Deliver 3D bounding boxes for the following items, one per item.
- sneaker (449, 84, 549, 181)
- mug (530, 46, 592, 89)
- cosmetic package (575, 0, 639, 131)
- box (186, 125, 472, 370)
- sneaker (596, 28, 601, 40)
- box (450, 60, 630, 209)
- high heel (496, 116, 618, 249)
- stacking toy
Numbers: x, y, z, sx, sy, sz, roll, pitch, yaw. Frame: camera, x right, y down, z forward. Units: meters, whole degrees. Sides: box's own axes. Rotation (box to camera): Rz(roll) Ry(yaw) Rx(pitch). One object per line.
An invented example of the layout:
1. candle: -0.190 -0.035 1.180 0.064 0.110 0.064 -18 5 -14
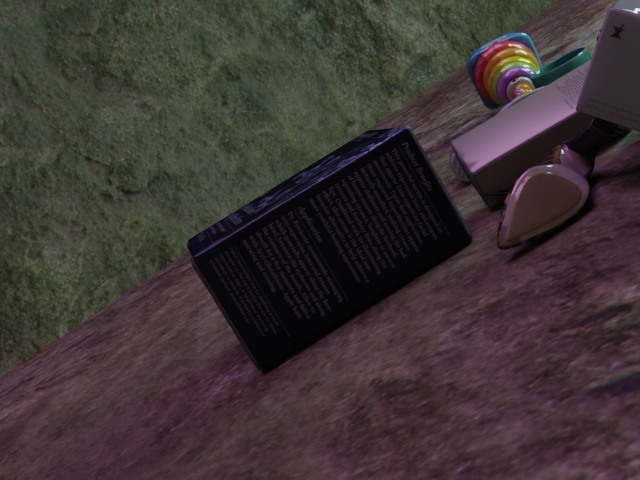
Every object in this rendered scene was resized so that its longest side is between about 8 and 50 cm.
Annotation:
1. sneaker: 0.379 -0.227 1.902 0.282 0.102 0.161 -29 7 13
2. mug: 0.520 -0.333 2.005 0.129 0.097 0.158 -29 9 17
3. cosmetic package: 0.506 -0.275 1.355 0.365 0.197 0.155 -44 -28 -53
4. box: 0.000 0.000 1.577 0.395 0.212 0.293 -31 9 -6
5. sneaker: 0.699 -0.488 2.166 0.146 0.102 0.293 -28 17 39
6. box: 0.367 -0.175 1.590 0.275 0.094 0.113 -30 38 7
7. high heel: 0.322 -0.058 1.380 0.261 0.093 0.186 -47 -8 -17
8. stacking toy: 0.471 -0.373 2.298 0.175 0.166 0.302 -25 25 11
